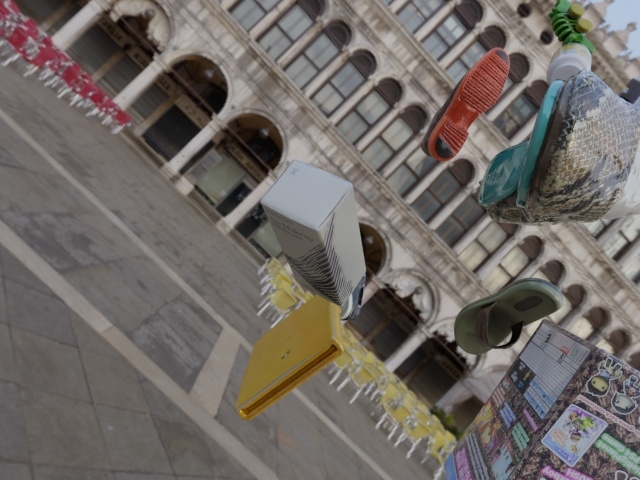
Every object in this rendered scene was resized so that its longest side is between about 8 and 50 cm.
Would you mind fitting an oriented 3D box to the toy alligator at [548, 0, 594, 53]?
[{"bbox_3d":[0.465,-0.427,0.898,0.056,0.052,0.189,107,-27,-66],"label":"toy alligator"}]

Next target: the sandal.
[{"bbox_3d":[0.379,0.177,0.992,0.120,0.086,0.302,28,-36,0],"label":"sandal"}]

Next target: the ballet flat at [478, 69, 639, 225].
[{"bbox_3d":[0.323,-0.084,0.598,0.182,0.163,0.483,18,3,13],"label":"ballet flat"}]

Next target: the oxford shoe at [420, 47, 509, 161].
[{"bbox_3d":[0.313,-0.308,1.045,0.097,0.271,0.098,33,7,-23],"label":"oxford shoe"}]

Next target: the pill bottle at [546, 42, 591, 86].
[{"bbox_3d":[0.415,-0.284,0.779,0.065,0.116,0.065,17,-50,21],"label":"pill bottle"}]

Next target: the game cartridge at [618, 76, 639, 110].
[{"bbox_3d":[0.846,-0.303,1.353,0.068,0.230,0.354,55,-38,31],"label":"game cartridge"}]

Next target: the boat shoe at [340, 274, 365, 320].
[{"bbox_3d":[0.091,0.094,1.487,0.113,0.127,0.339,29,51,-45],"label":"boat shoe"}]

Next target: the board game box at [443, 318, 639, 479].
[{"bbox_3d":[0.309,0.276,0.621,0.141,0.290,0.232,33,6,10],"label":"board game box"}]

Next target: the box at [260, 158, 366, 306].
[{"bbox_3d":[0.000,0.000,0.773,0.113,0.094,0.275,26,-22,25],"label":"box"}]

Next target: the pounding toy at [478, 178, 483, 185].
[{"bbox_3d":[0.398,-0.141,0.866,0.100,0.130,0.141,44,-23,4],"label":"pounding toy"}]

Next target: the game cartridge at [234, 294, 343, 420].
[{"bbox_3d":[-0.067,0.261,1.156,0.052,0.285,0.323,50,11,-10],"label":"game cartridge"}]
